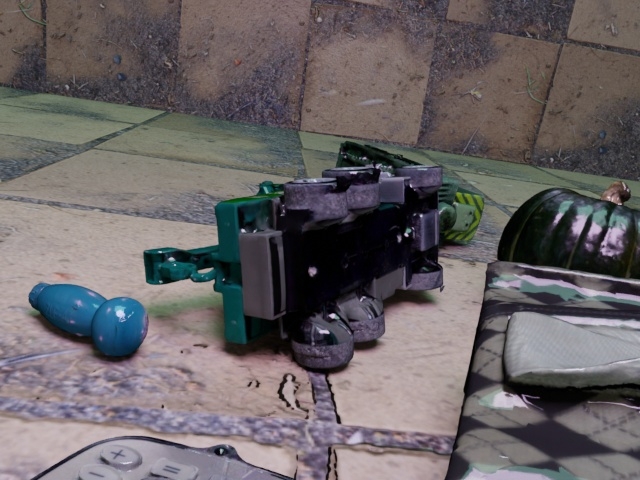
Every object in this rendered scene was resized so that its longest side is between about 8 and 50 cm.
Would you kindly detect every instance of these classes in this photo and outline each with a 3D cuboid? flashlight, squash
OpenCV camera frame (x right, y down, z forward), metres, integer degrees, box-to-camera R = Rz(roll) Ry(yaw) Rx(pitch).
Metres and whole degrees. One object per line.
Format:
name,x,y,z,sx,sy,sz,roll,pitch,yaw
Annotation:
flashlight,-0.205,0.063,0.497,0.129,0.051,0.051,14,17,24
squash,0.327,0.023,0.693,0.218,0.173,0.218,12,-15,3

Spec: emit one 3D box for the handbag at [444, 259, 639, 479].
handbag,0.187,0.136,0.263,0.316,0.180,0.416,10,20,18

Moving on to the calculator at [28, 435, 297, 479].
calculator,-0.089,0.162,0.244,0.177,0.040,0.268,13,16,11

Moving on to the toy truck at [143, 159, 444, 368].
toy truck,0.007,0.000,0.618,0.177,0.177,0.363,6,13,36

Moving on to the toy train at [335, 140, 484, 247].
toy train,0.153,-0.086,1.036,0.178,0.139,0.330,4,18,-31
